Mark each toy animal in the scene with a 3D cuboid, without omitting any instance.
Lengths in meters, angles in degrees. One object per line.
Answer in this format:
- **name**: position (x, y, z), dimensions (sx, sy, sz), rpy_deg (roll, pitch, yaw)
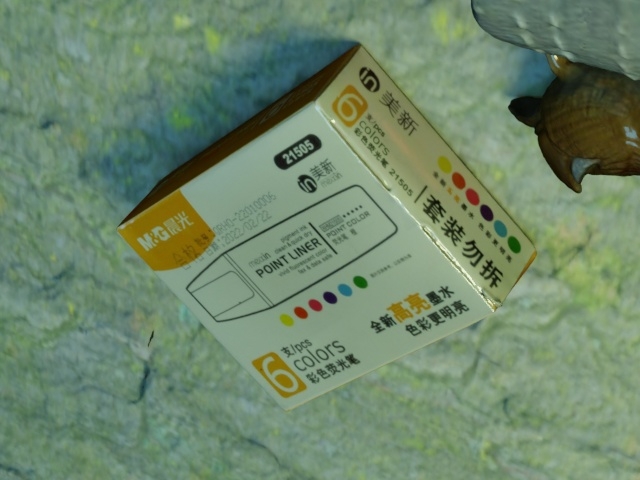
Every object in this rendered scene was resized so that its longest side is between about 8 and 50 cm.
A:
- **toy animal**: position (0.194, -0.067, 1.258), dimensions (0.188, 0.089, 0.179), rpy_deg (-6, 107, 66)

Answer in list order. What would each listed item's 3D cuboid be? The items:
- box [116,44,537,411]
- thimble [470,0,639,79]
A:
- **box**: position (0.000, 0.000, 1.460), dimensions (0.221, 0.091, 0.274), rpy_deg (47, 137, -11)
- **thimble**: position (0.192, -0.200, 1.044), dimensions (0.172, 0.236, 0.205), rpy_deg (18, 129, 18)
